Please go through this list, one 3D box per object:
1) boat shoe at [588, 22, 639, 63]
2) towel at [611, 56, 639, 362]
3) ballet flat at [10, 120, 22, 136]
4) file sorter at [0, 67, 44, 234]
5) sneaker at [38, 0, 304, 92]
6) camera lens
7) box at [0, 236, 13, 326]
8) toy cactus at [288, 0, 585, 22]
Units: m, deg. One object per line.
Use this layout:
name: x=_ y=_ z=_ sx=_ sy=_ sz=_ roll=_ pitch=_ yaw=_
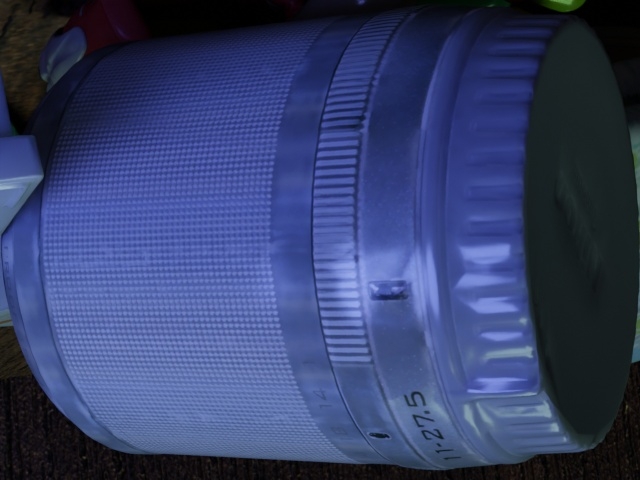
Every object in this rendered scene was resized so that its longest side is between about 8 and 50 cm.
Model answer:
boat shoe: x=0.126 y=-0.089 z=1.091 sx=0.341 sy=0.110 sz=0.122 roll=-18 pitch=169 yaw=34
towel: x=0.187 y=-0.004 z=0.962 sx=0.374 sy=0.090 sz=0.320 roll=-14 pitch=144 yaw=-22
ballet flat: x=-0.250 y=-0.049 z=0.942 sx=0.083 sy=0.087 sz=0.247 roll=-18 pitch=170 yaw=5
file sorter: x=-0.263 y=-0.061 z=0.599 sx=0.193 sy=0.173 sz=0.278 roll=-8 pitch=170 yaw=-25
sneaker: x=-0.032 y=-0.113 z=0.810 sx=0.279 sy=0.107 sz=0.118 roll=-8 pitch=159 yaw=-40
camera lens: x=0.000 y=0.000 z=0.646 sx=0.274 sy=0.219 sz=0.219 roll=-2 pitch=176 yaw=27
box: x=-0.289 y=0.033 z=1.364 sx=0.130 sy=0.091 sz=0.170 roll=-17 pitch=169 yaw=32
toy cactus: x=0.063 y=-0.141 z=0.698 sx=0.180 sy=0.112 sz=0.219 roll=-29 pitch=165 yaw=35
